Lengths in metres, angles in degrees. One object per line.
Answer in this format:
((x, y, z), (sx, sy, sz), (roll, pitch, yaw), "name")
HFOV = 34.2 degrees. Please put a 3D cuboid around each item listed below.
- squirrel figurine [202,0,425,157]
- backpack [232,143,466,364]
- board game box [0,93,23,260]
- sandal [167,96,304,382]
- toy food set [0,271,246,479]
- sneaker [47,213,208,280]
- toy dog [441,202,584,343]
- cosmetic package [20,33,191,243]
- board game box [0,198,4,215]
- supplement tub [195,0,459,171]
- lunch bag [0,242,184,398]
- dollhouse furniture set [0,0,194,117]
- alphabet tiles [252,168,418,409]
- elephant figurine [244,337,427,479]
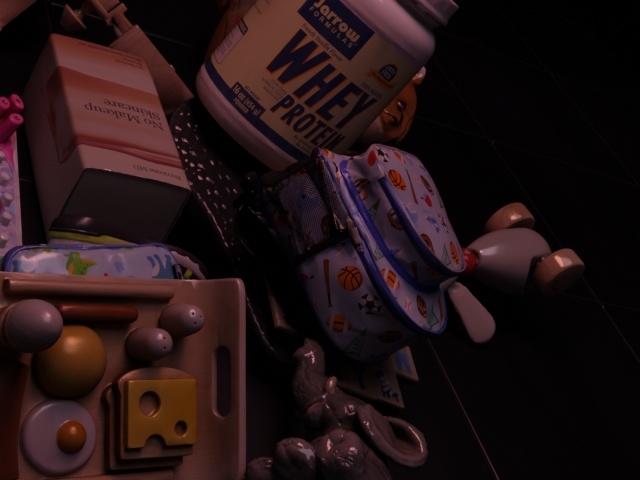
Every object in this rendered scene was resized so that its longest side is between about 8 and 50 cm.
((0.002, -0.326, 1.810), (0.370, 0.281, 0.397), (20, 35, -34), "squirrel figurine")
((0.063, 0.016, 1.304), (0.276, 0.213, 0.263), (0, 70, -61), "backpack")
((-0.497, -0.123, 1.155), (0.390, 0.050, 0.390), (28, 27, -36), "board game box")
((-0.126, -0.004, 1.394), (0.167, 0.107, 0.446), (8, 51, -43), "sandal")
((-0.201, 0.138, 0.990), (0.306, 0.092, 0.220), (5, 80, -40), "toy food set")
((-0.239, 0.043, 1.246), (0.234, 0.084, 0.097), (22, 73, -43), "sneaker")
((0.244, 0.058, 1.641), (0.333, 0.161, 0.220), (3, 43, -19), "toy dog")
((-0.290, -0.128, 1.369), (0.153, 0.129, 0.296), (11, 37, -34), "cosmetic package")
((-0.401, -0.064, 1.112), (0.133, 0.033, 0.169), (40, 23, -13), "board game box")
((0.009, -0.266, 1.438), (0.235, 0.325, 0.235), (39, 15, -13), "supplement tub")
((-0.238, 0.094, 1.098), (0.219, 0.090, 0.176), (3, 69, -41), "lunch bag")
((-0.348, -0.283, 1.621), (0.355, 0.174, 0.303), (52, 1, -26), "dollhouse furniture set")
((0.019, 0.059, 1.403), (0.285, 0.011, 0.343), (26, 38, -42), "alphabet tiles")
((0.030, 0.231, 1.133), (0.169, 0.186, 0.239), (-3, 16, 20), "elephant figurine")
